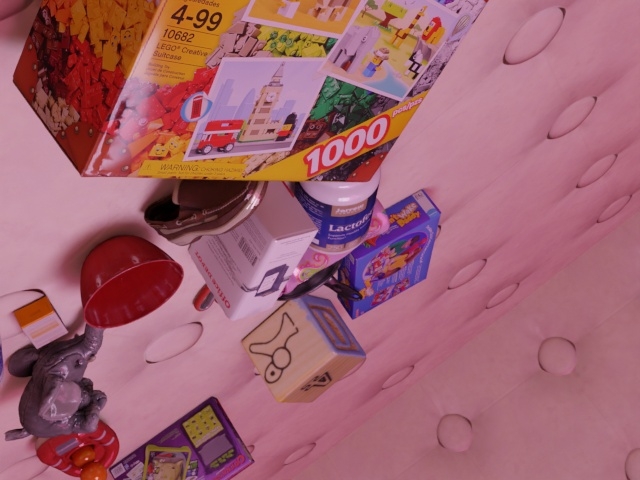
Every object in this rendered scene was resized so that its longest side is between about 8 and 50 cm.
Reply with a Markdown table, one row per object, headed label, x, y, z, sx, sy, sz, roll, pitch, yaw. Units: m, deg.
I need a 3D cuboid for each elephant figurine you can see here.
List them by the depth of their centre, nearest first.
| label | x | y | z | sx | sy | sz | roll | pitch | yaw |
| --- | --- | --- | --- | --- | --- | --- | --- | --- | --- |
| elephant figurine | -0.490 | 0.251 | 1.581 | 0.170 | 0.186 | 0.239 | 10 | 137 | 4 |

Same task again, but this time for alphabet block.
| label | x | y | z | sx | sy | sz | roll | pitch | yaw |
| --- | --- | --- | --- | --- | --- | --- | --- | --- | --- |
| alphabet block | -0.039 | 0.269 | 2.108 | 0.197 | 0.192 | 0.193 | -41 | 154 | 15 |

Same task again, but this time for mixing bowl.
| label | x | y | z | sx | sy | sz | roll | pitch | yaw |
| --- | --- | --- | --- | --- | --- | --- | --- | --- | --- |
| mixing bowl | -0.334 | 0.056 | 1.443 | 0.181 | 0.098 | 0.181 | -29 | 156 | -14 |

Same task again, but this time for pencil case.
| label | x | y | z | sx | sy | sz | roll | pitch | yaw |
| --- | --- | --- | --- | --- | --- | --- | --- | --- | --- |
| pencil case | 0.000 | 0.000 | 1.721 | 0.284 | 0.124 | 0.124 | -33 | 157 | -21 |

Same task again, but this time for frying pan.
| label | x | y | z | sx | sy | sz | roll | pitch | yaw |
| --- | --- | --- | --- | --- | --- | --- | --- | --- | --- |
| frying pan | 0.006 | 0.058 | 1.893 | 0.326 | 0.053 | 0.197 | 1 | 135 | -40 |

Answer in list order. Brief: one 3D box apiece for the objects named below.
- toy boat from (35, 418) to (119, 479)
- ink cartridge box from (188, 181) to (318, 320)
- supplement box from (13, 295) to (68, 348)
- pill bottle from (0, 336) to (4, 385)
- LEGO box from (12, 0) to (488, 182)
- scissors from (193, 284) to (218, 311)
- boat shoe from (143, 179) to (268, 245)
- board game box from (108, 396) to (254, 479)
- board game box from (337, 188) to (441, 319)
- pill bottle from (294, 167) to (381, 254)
| label | x | y | z | sx | sy | sz | roll | pitch | yaw |
| --- | --- | --- | --- | --- | --- | --- | --- | --- | --- |
| toy boat | -0.533 | 0.494 | 1.935 | 0.151 | 0.151 | 0.231 | -31 | 156 | -7 |
| ink cartridge box | -0.126 | 0.003 | 1.520 | 0.100 | 0.172 | 0.237 | -15 | 149 | -38 |
| supplement box | -0.486 | 0.143 | 1.486 | 0.062 | 0.036 | 0.098 | -28 | 155 | -16 |
| pill bottle | -0.564 | 0.174 | 1.351 | 0.112 | 0.112 | 0.186 | -20 | 153 | -29 |
| LEGO box | -0.055 | -0.271 | 1.034 | 0.500 | 0.193 | 0.372 | -4 | 135 | -49 |
| scissors | -0.160 | 0.046 | 1.745 | 0.109 | 0.021 | 0.297 | -5 | 143 | -48 |
| boat shoe | -0.192 | -0.058 | 1.346 | 0.095 | 0.095 | 0.257 | 31 | 141 | -32 |
| board game box | -0.371 | 0.601 | 2.273 | 0.347 | 0.208 | 0.056 | -35 | 156 | 1 |
| board game box | 0.160 | 0.043 | 2.079 | 0.233 | 0.078 | 0.347 | -28 | 155 | -14 |
| pill bottle | 0.029 | -0.100 | 1.556 | 0.153 | 0.153 | 0.264 | -26 | 154 | -18 |
